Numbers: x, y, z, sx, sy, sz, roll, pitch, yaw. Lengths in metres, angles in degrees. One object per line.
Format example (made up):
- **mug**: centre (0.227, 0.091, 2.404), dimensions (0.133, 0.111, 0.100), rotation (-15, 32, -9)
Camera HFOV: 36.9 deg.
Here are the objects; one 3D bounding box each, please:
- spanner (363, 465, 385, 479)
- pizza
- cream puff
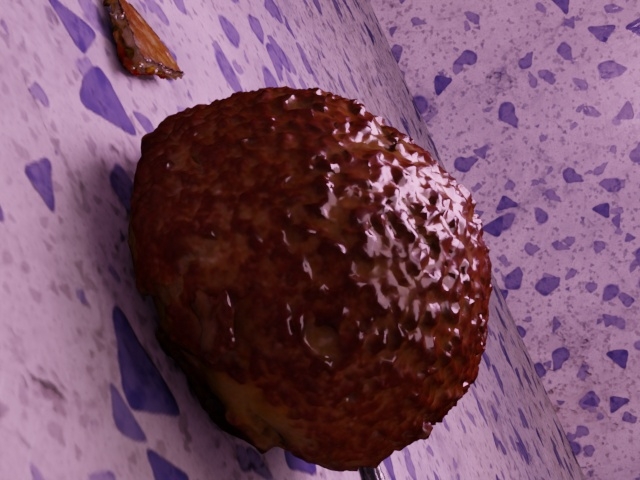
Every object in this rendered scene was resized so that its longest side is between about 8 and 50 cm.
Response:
- **spanner**: centre (0.051, 0.230, 0.998), dimensions (0.093, 0.026, 0.326), rotation (38, 29, -58)
- **pizza**: centre (-0.174, -0.189, 0.885), dimensions (0.099, 0.029, 0.100), rotation (58, 12, 2)
- **cream puff**: centre (0.011, 0.018, 0.765), dimensions (0.350, 0.228, 0.350), rotation (41, 32, -33)
